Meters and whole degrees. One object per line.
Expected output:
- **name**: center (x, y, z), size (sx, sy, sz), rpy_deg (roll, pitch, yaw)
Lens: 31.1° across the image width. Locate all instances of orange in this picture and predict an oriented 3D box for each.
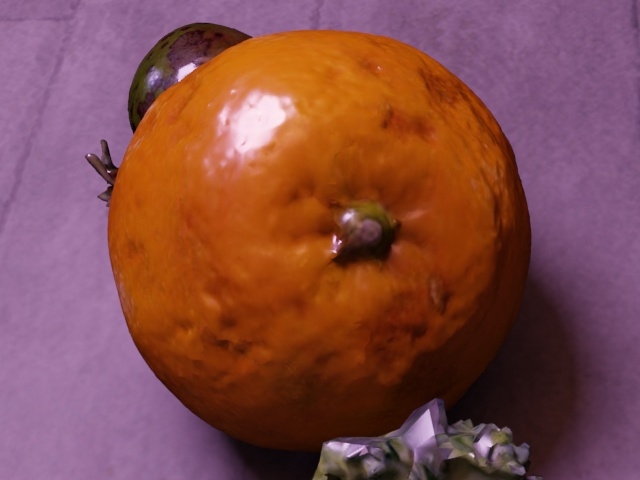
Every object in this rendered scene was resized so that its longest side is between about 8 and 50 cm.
- **orange**: center (0.000, 0.000, 0.707), size (0.261, 0.261, 0.261), rpy_deg (-5, 52, 6)

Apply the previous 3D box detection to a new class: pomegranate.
- **pomegranate**: center (-0.094, -0.084, 0.858), size (0.169, 0.148, 0.148), rpy_deg (-26, 53, -13)

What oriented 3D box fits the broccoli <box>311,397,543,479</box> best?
- **broccoli**: center (0.052, 0.249, 0.497), size (0.249, 0.302, 0.375), rpy_deg (36, 51, -13)
